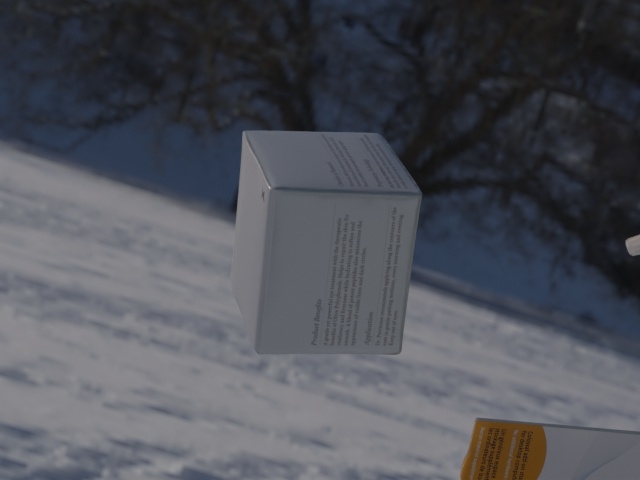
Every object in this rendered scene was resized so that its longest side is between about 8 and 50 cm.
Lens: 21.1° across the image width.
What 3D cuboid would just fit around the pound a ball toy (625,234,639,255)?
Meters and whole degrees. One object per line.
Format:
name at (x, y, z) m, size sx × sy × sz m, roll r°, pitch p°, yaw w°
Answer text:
pound a ball toy at (0.270, 0.069, 0.854) m, size 0.136 × 0.208 × 0.319 m, roll -16°, pitch -4°, yaw -8°

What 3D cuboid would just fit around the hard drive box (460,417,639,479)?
hard drive box at (0.200, 0.217, 1.100) m, size 0.232 × 0.181 × 0.089 m, roll 3°, pitch -44°, yaw 16°

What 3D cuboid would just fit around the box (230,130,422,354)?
box at (0.000, 0.000, 0.977) m, size 0.087 × 0.101 × 0.102 m, roll 1°, pitch 23°, yaw -13°
